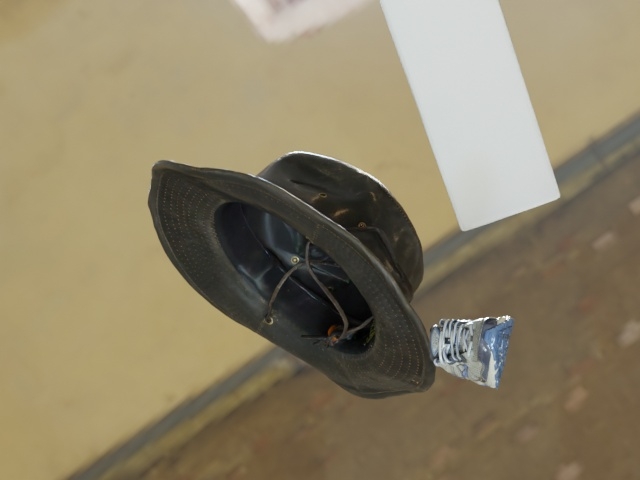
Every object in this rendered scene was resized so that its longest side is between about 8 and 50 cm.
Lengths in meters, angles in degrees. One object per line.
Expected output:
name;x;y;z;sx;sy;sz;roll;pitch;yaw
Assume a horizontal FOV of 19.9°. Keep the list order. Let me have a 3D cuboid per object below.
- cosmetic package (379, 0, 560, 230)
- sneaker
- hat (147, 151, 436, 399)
cosmetic package;0.086;-0.238;1.544;0.097;0.377;0.284;-20;-153;3
sneaker;0.108;0.082;1.350;0.135;0.058;0.052;99;5;-77
hat;0.000;0.000;1.715;0.134;0.331;0.331;-52;-158;-23
